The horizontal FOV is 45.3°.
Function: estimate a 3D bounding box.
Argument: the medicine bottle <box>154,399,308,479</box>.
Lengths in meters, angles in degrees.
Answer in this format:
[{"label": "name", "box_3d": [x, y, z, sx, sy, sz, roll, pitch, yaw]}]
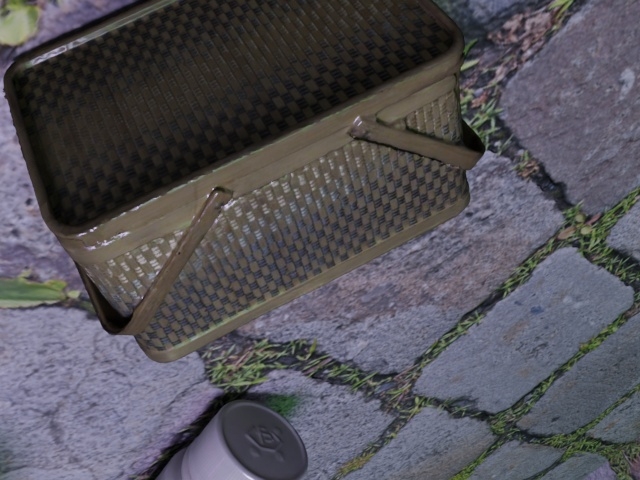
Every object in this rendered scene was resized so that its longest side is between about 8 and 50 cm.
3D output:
[{"label": "medicine bottle", "box_3d": [-0.124, 0.296, 0.857, 0.139, 0.139, 0.237, 13, 122, -44]}]

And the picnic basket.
[{"label": "picnic basket", "box_3d": [-0.047, -0.062, 0.481, 0.266, 0.165, 0.139, -27, 144, -7]}]
